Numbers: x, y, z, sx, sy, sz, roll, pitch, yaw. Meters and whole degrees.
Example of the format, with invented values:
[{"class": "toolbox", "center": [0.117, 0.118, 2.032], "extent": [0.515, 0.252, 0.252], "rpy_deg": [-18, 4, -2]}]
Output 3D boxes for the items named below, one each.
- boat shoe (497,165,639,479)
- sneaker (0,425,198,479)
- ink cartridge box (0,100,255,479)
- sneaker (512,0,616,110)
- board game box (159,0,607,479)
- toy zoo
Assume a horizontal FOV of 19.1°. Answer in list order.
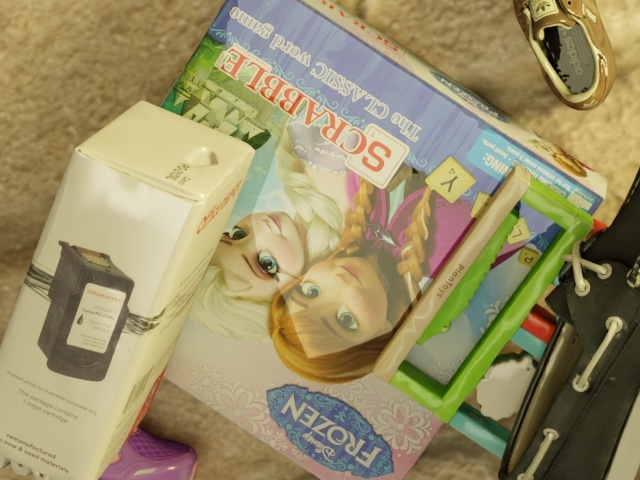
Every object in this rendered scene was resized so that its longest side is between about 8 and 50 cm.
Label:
[{"class": "boat shoe", "center": [0.200, 0.055, 1.324], "extent": [0.091, 0.114, 0.302], "rpy_deg": [12, 107, -2]}, {"class": "sneaker", "center": [-0.210, 0.140, 1.535], "extent": [0.236, 0.095, 0.104], "rpy_deg": [16, 100, 6]}, {"class": "ink cartridge box", "center": [-0.148, 0.034, 1.375], "extent": [0.100, 0.172, 0.237], "rpy_deg": [24, 108, 3]}, {"class": "sneaker", "center": [0.167, -0.183, 1.380], "extent": [0.066, 0.071, 0.188], "rpy_deg": [-24, 101, 16]}, {"class": "board game box", "center": [0.000, 0.000, 1.466], "extent": [0.319, 0.066, 0.318], "rpy_deg": [33, 109, 0]}, {"class": "toy zoo", "center": [0.211, 0.102, 1.412], "extent": [0.293, 0.030, 0.192], "rpy_deg": [33, 108, -3]}]
